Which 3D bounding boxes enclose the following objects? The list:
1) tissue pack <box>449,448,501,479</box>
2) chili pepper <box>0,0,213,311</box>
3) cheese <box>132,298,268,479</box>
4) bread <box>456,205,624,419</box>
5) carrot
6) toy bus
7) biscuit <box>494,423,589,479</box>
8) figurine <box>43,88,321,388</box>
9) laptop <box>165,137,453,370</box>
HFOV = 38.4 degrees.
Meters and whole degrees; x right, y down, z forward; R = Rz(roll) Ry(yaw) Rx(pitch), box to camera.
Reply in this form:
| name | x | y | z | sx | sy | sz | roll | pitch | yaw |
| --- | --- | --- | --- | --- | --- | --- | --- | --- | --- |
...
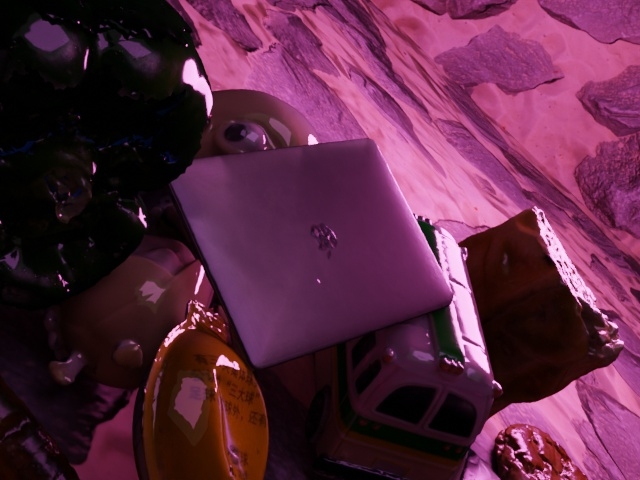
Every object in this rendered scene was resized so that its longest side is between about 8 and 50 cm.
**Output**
| name | x | y | z | sx | sy | sz | roll | pitch | yaw |
| --- | --- | --- | --- | --- | --- | --- | --- | --- | --- |
| tissue pack | 0.180 | 0.315 | 0.959 | 0.170 | 0.090 | 0.103 | 47 | 24 | 1 |
| chili pepper | -0.223 | -0.104 | 0.660 | 0.257 | 0.248 | 0.233 | 43 | 6 | 39 |
| cheese | -0.086 | 0.177 | 0.666 | 0.177 | 0.069 | 0.270 | 46 | 38 | -61 |
| bread | 0.222 | 0.104 | 1.171 | 0.238 | 0.252 | 0.196 | 52 | 20 | -4 |
| carrot | -0.257 | 0.088 | 0.622 | 0.314 | 0.066 | 0.066 | 51 | 24 | -2 |
| toy bus | 0.080 | 0.099 | 0.969 | 0.143 | 0.179 | 0.305 | 19 | 32 | -13 |
| biscuit | 0.311 | 0.334 | 1.209 | 0.226 | 0.042 | 0.226 | 39 | 25 | -22 |
| figurine | -0.110 | 0.025 | 0.852 | 0.394 | 0.227 | 0.274 | -59 | 134 | -59 |
| laptop | 0.000 | 0.000 | 0.811 | 0.269 | 0.015 | 0.187 | -13 | 71 | -46 |
